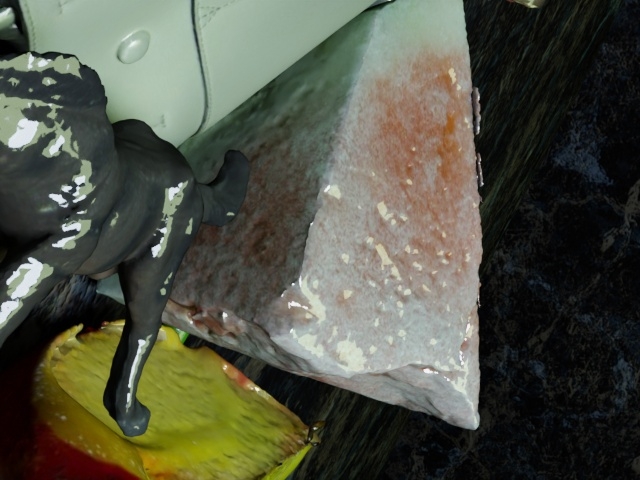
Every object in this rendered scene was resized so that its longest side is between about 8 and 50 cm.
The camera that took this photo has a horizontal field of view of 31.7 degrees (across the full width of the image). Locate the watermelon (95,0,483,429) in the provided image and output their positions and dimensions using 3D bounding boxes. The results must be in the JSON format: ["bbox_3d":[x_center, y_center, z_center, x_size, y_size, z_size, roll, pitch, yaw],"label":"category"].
[{"bbox_3d":[0.000,0.000,0.691,0.310,0.232,0.193,-36,142,27],"label":"watermelon"}]

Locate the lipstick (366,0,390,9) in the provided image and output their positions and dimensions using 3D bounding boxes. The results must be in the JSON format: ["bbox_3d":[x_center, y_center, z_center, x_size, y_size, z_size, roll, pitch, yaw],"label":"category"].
[{"bbox_3d":[0.023,-0.079,0.793,0.079,0.077,0.253,-8,116,-48],"label":"lipstick"}]

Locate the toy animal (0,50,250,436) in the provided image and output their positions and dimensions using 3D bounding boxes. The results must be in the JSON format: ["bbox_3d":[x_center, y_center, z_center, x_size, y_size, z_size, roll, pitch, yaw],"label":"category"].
[{"bbox_3d":[-0.099,0.000,0.424,0.148,0.084,0.232,-50,155,15],"label":"toy animal"}]

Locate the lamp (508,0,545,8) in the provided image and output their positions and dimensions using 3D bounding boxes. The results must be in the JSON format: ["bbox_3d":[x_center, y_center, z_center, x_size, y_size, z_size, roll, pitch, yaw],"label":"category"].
[{"bbox_3d":[0.197,-0.291,0.849,0.258,0.180,0.180,-66,165,21],"label":"lamp"}]

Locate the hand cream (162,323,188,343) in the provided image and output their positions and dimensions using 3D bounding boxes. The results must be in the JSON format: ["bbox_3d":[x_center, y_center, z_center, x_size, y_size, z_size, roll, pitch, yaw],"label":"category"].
[{"bbox_3d":[-0.084,0.024,0.833,0.122,0.023,0.036,-60,159,-2],"label":"hand cream"}]

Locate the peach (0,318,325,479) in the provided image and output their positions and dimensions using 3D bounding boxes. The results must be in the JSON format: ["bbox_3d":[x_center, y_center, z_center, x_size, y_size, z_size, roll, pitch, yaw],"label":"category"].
[{"bbox_3d":[-0.128,0.141,0.630,0.154,0.159,0.267,-56,170,13],"label":"peach"}]

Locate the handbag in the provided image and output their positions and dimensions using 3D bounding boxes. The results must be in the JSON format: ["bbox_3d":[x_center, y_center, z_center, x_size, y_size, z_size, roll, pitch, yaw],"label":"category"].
[{"bbox_3d":[-0.079,-0.121,0.483,0.315,0.109,0.241,-39,159,-22],"label":"handbag"}]
